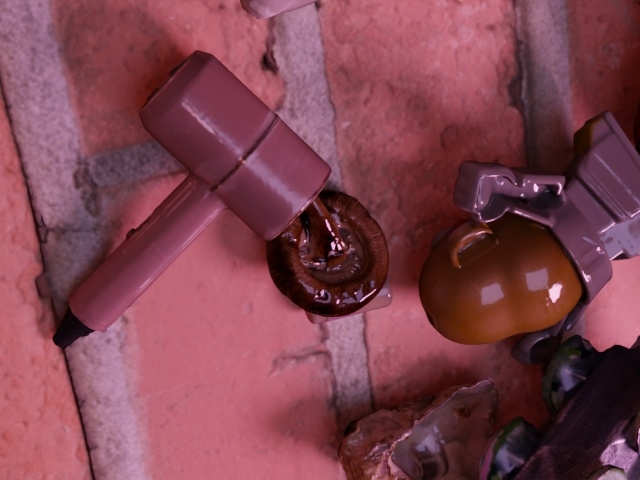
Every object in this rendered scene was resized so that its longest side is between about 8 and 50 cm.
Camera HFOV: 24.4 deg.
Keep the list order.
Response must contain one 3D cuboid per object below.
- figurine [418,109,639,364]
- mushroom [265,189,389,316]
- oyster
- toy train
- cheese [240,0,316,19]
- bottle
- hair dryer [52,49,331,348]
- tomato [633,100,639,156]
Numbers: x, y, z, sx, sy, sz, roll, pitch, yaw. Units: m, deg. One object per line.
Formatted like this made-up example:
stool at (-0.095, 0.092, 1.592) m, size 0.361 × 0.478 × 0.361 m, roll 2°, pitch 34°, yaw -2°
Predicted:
figurine at (0.239, 0.011, 1.655) m, size 0.285 × 0.167 × 0.342 m, roll -37°, pitch 118°, yaw -7°
mushroom at (-0.001, 0.000, 1.606) m, size 0.135 × 0.080 × 0.170 m, roll -28°, pitch 101°, yaw -27°
oyster at (0.114, 0.235, 1.737) m, size 0.233 × 0.107 × 0.161 m, roll -11°, pitch 108°, yaw -38°
toy train at (0.326, 0.272, 1.739) m, size 0.307 × 0.173 × 0.249 m, roll -49°, pitch 136°, yaw -20°
cheese at (-0.010, -0.328, 1.443) m, size 0.198 × 0.154 × 0.189 m, roll -27°, pitch 111°, yaw -10°
bottle at (0.030, 0.064, 1.660) m, size 0.096 × 0.045 × 0.045 m, roll -15°, pitch 113°, yaw -14°
hair dryer at (-0.172, -0.016, 1.521) m, size 0.189 × 0.107 × 0.344 m, roll 43°, pitch 102°, yaw -10°
tomato at (0.474, -0.127, 1.651) m, size 0.265 × 0.265 × 0.264 m, roll -7°, pitch 111°, yaw -19°
